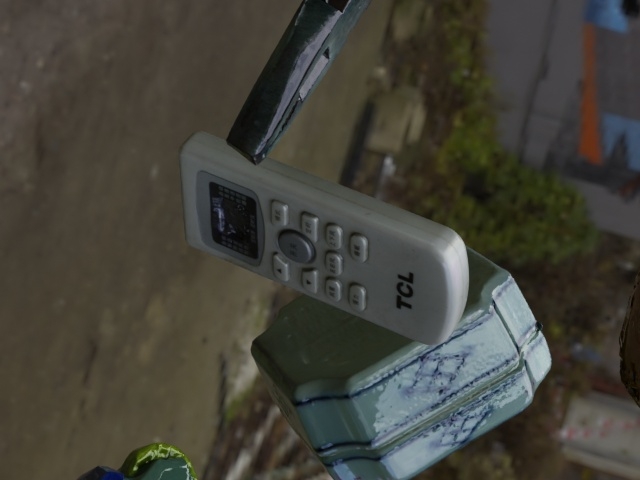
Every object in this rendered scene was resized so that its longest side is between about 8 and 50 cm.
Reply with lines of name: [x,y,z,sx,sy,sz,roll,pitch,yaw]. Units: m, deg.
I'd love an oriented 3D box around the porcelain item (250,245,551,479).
porcelain item: [0.089,0.132,1.818,0.157,0.286,0.281,63,-11,-20]

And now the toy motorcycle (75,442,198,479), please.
toy motorcycle: [-0.216,0.355,1.611,0.191,0.200,0.326,-18,-116,50]

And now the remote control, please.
remote control: [0.000,0.000,0.982,0.029,0.190,0.087,-52,155,-38]

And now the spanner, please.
spanner: [0.048,-0.177,0.777,0.325,0.040,0.095,-58,174,-7]

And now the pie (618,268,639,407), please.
pie: [0.347,0.050,1.414,0.273,0.069,0.273,-56,-158,37]
